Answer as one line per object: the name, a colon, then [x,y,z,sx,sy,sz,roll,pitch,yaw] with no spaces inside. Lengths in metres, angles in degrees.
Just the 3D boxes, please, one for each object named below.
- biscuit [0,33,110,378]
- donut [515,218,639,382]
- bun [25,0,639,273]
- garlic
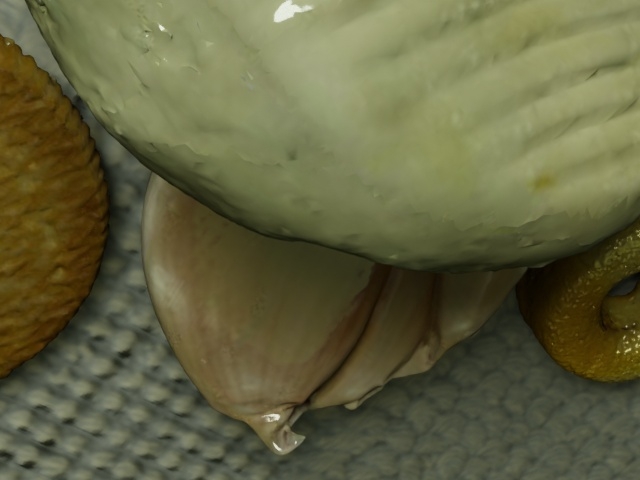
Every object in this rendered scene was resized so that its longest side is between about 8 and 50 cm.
biscuit: [-0.267,-0.015,0.812,0.305,0.038,0.305,-6,131,-6]
donut: [0.200,0.028,0.942,0.152,0.058,0.152,-6,128,-7]
bun: [0.014,-0.146,0.629,0.362,0.326,0.234,48,145,-13]
garlic: [0.000,0.000,0.852,0.217,0.110,0.228,30,104,-15]
